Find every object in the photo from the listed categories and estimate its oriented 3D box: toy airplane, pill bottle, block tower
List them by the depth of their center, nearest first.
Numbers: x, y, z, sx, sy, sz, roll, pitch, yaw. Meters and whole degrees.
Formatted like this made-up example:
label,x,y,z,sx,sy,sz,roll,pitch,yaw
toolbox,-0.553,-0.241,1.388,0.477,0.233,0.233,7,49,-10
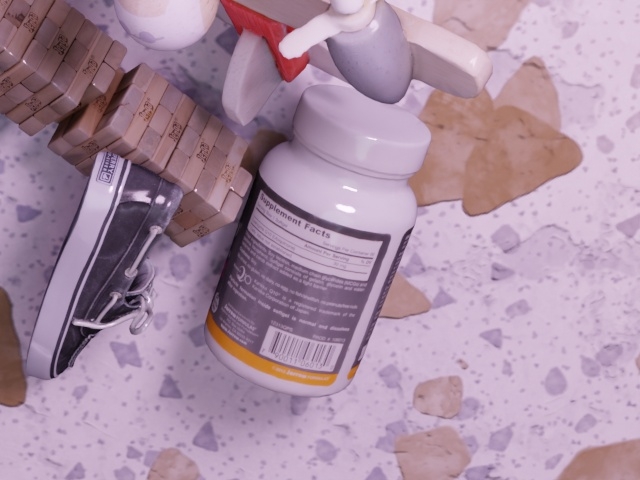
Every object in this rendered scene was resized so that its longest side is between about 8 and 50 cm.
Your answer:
label,x,y,z,sx,sy,sz,roll,pitch,yaw
toy airplane,-0.077,-0.237,1.675,0.386,0.272,0.384,-17,114,52
block tower,-0.219,-0.132,1.838,0.335,0.091,0.097,39,141,-22
pill bottle,0.000,0.000,1.908,0.162,0.162,0.278,15,112,-13

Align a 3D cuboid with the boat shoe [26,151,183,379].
label,x,y,z,sx,sy,sz,roll,pitch,yaw
boat shoe,-0.206,0.039,1.889,0.105,0.113,0.306,20,130,-8
